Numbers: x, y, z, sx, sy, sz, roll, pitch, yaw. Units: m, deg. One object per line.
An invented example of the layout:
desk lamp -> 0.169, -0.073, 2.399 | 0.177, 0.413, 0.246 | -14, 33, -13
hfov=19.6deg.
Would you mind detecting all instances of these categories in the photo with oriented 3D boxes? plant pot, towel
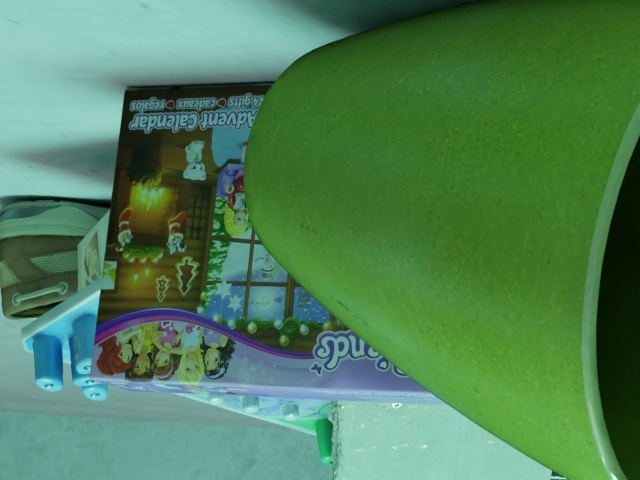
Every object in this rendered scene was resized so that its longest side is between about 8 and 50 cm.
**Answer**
plant pot -> 0.105, -0.020, 0.978 | 0.294, 0.274, 0.275 | 15, 178, 42
towel -> 0.099, 0.176, 1.529 | 0.187, 0.049, 0.282 | -2, 143, -3

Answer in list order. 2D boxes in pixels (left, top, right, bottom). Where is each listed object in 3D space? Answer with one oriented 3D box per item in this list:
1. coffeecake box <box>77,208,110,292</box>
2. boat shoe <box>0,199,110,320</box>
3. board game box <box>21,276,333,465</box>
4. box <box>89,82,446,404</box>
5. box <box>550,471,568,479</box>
coffeecake box -> -0.087, 0.002, 1.432 | 0.142, 0.068, 0.185 | 12, 147, -28
boat shoe -> -0.139, 0.032, 1.624 | 0.324, 0.116, 0.123 | 1, 168, 24
board game box -> 0.035, 0.066, 1.447 | 0.390, 0.050, 0.390 | -31, 143, 35
box -> 0.000, 0.000, 1.181 | 0.293, 0.200, 0.057 | 0, 167, 25
box -> 0.198, 0.126, 1.714 | 0.169, 0.203, 0.167 | 4, 168, 5
